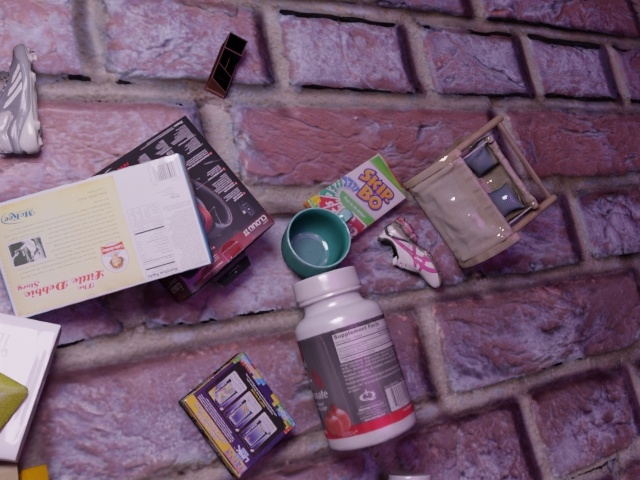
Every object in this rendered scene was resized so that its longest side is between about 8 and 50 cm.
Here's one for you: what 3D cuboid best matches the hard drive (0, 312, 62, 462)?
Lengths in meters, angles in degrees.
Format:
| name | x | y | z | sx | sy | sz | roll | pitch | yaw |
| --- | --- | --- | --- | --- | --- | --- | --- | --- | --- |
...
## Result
| name | x | y | z | sx | sy | sz | roll | pitch | yaw |
| --- | --- | --- | --- | --- | --- | --- | --- | --- | --- |
| hard drive | -0.563 | 0.189 | 0.856 | 0.307 | 0.040 | 0.203 | 14 | 60 | -12 |

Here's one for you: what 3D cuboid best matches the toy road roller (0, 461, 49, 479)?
| name | x | y | z | sx | sy | sz | roll | pitch | yaw |
| --- | --- | --- | --- | --- | --- | --- | --- | --- | --- |
| toy road roller | -0.460 | 0.495 | 0.799 | 0.202 | 0.241 | 0.329 | -5 | 40 | -29 |

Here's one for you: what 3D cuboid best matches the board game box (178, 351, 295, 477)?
| name | x | y | z | sx | sy | sz | roll | pitch | yaw |
| --- | --- | --- | --- | --- | --- | --- | --- | --- | --- |
| board game box | -0.149 | 0.313 | 1.076 | 0.141 | 0.048 | 0.170 | -36 | 93 | -29 |

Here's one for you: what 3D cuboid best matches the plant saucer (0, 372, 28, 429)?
| name | x | y | z | sx | sy | sz | roll | pitch | yaw |
| --- | --- | --- | --- | --- | --- | --- | --- | --- | --- |
| plant saucer | -0.533 | 0.230 | 0.794 | 0.188 | 0.045 | 0.188 | 30 | 57 | -2 |

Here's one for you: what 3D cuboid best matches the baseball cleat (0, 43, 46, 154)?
| name | x | y | z | sx | sy | sz | roll | pitch | yaw |
| --- | --- | --- | --- | --- | --- | --- | --- | --- | --- |
| baseball cleat | -0.542 | -0.249 | 1.031 | 0.109 | 0.072 | 0.206 | -7 | 74 | -23 |

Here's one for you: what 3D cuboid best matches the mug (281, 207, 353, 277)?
| name | x | y | z | sx | sy | sz | roll | pitch | yaw |
| --- | --- | --- | --- | --- | --- | --- | --- | --- | --- |
| mug | -0.002 | 0.009 | 1.209 | 0.157 | 0.097 | 0.130 | -6 | 70 | -19 |

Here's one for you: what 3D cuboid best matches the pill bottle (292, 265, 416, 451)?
| name | x | y | z | sx | sy | sz | roll | pitch | yaw |
| --- | --- | --- | --- | --- | --- | --- | --- | --- | --- |
| pill bottle | 0.054 | 0.218 | 1.137 | 0.176 | 0.176 | 0.319 | -13 | 81 | -30 |

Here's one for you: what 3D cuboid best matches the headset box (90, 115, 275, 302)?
| name | x | y | z | sx | sy | sz | roll | pitch | yaw |
| --- | --- | --- | --- | --- | --- | --- | --- | --- | --- |
| headset box | -0.246 | -0.045 | 1.099 | 0.293 | 0.110 | 0.218 | 49 | 60 | -6 |

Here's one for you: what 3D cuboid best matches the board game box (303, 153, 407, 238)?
| name | x | y | z | sx | sy | sz | roll | pitch | yaw |
| --- | --- | --- | --- | --- | --- | --- | --- | --- | --- |
| board game box | 0.090 | -0.096 | 1.339 | 0.259 | 0.039 | 0.124 | -36 | 94 | -34 |

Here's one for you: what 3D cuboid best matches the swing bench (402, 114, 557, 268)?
| name | x | y | z | sx | sy | sz | roll | pitch | yaw |
| --- | --- | --- | --- | --- | --- | --- | --- | --- | --- |
| swing bench | 0.379 | -0.114 | 1.419 | 0.254 | 0.165 | 0.253 | -39 | 95 | -31 |

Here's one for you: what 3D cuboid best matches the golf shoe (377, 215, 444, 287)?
| name | x | y | z | sx | sy | sz | roll | pitch | yaw |
| --- | --- | --- | --- | --- | --- | --- | --- | --- | --- |
| golf shoe | 0.204 | 0.039 | 1.346 | 0.086 | 0.067 | 0.186 | -38 | 97 | -2 |

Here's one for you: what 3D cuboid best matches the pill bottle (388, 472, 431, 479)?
| name | x | y | z | sx | sy | sz | roll | pitch | yaw |
| --- | --- | --- | --- | --- | --- | --- | --- | --- | --- |
| pill bottle | 0.174 | 0.547 | 1.136 | 0.112 | 0.112 | 0.187 | 8 | 70 | -25 |

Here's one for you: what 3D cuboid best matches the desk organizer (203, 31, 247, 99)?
| name | x | y | z | sx | sy | sz | roll | pitch | yaw |
| --- | --- | --- | --- | --- | --- | --- | --- | --- | --- |
| desk organizer | -0.199 | -0.372 | 1.260 | 0.047 | 0.050 | 0.130 | 24 | 65 | -19 |

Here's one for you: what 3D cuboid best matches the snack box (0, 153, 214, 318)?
| name | x | y | z | sx | sy | sz | roll | pitch | yaw |
| --- | --- | --- | --- | --- | --- | --- | --- | --- | --- |
| snack box | -0.354 | -0.007 | 0.965 | 0.321 | 0.060 | 0.187 | -16 | 93 | -4 |
